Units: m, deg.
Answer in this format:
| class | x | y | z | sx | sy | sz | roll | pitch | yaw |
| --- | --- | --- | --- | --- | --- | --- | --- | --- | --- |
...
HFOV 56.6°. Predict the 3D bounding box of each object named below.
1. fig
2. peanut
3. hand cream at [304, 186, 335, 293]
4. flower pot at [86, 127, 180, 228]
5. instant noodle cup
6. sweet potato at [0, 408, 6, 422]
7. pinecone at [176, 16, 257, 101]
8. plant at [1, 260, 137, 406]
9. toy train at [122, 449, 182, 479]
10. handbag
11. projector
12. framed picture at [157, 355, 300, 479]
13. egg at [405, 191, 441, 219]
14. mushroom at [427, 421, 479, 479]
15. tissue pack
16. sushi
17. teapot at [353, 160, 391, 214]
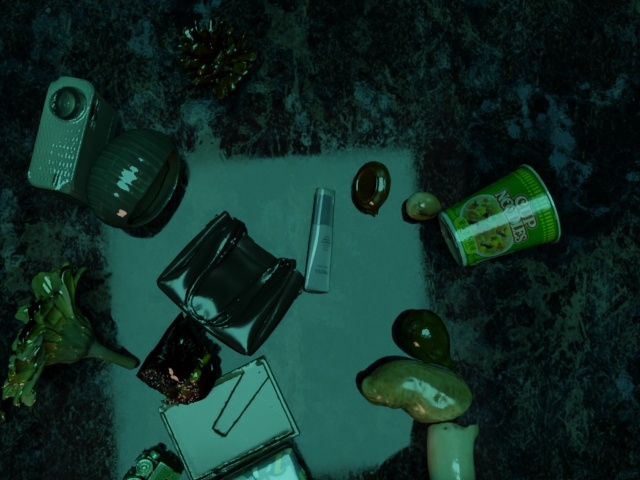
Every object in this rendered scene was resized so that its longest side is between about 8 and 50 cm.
| class | x | y | z | sx | sy | sz | roll | pitch | yaw |
| --- | --- | --- | --- | --- | --- | --- | --- | --- | --- |
| fig | 0.261 | 0.249 | 1.405 | 0.117 | 0.117 | 0.178 | -33 | 104 | -7 |
| peanut | 0.223 | 0.351 | 1.381 | 0.253 | 0.122 | 0.137 | 18 | 98 | 1 |
| hand cream | 0.000 | 0.000 | 1.439 | 0.079 | 0.048 | 0.256 | 10 | 80 | -37 |
| flower pot | -0.426 | -0.143 | 1.356 | 0.157 | 0.189 | 0.243 | 24 | 74 | 9 |
| instant noodle cup | 0.412 | -0.041 | 1.413 | 0.232 | 0.207 | 0.207 | -24 | 86 | 2 |
| sweet potato | -0.861 | 0.352 | 1.307 | 0.336 | 0.131 | 0.131 | 5 | 83 | -4 |
| pinecone | -0.251 | -0.442 | 1.424 | 0.195 | 0.150 | 0.179 | 38 | 89 | 4 |
| plant | -0.561 | 0.221 | 1.273 | 0.297 | 0.261 | 0.306 | 36 | 94 | 0 |
| toy train | -0.404 | 0.564 | 1.342 | 0.104 | 0.071 | 0.178 | 37 | 81 | -10 |
| handbag | -0.201 | 0.097 | 1.390 | 0.285 | 0.113 | 0.257 | 38 | 76 | 1 |
| projector | -0.559 | -0.218 | 1.352 | 0.108 | 0.198 | 0.251 | 11 | 84 | -3 |
| framed picture | -0.214 | 0.423 | 1.394 | 0.281 | 0.019 | 0.209 | -24 | 85 | -6 |
| egg | 0.254 | -0.084 | 1.457 | 0.083 | 0.071 | 0.072 | 8 | 83 | -18 |
| mushroom | 0.302 | 0.582 | 1.303 | 0.314 | 0.314 | 0.337 | 5 | 62 | -3 |
| tissue pack | -0.153 | 0.627 | 1.311 | 0.310 | 0.128 | 0.228 | -26 | 82 | -11 |
| sushi | -0.310 | 0.289 | 1.334 | 0.150 | 0.153 | 0.172 | 35 | 122 | -12 |
| teapot | 0.131 | -0.128 | 1.456 | 0.098 | 0.078 | 0.129 | 7 | 93 | 37 |
